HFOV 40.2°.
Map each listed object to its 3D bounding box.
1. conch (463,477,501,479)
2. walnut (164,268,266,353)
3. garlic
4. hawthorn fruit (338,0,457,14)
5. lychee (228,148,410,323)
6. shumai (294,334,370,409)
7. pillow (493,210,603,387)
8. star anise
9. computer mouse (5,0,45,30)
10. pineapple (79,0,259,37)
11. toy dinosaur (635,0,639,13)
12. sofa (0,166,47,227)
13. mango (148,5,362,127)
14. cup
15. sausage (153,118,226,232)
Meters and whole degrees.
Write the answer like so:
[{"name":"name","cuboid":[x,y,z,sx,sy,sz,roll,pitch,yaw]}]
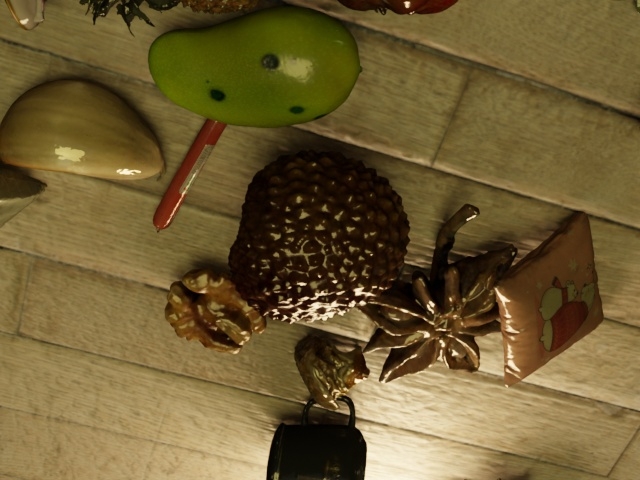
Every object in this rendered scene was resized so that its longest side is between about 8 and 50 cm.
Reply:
[{"name":"conch","cuboid":[0.352,0.568,1.682,0.313,0.186,0.240,42,103,-1]},{"name":"walnut","cuboid":[-0.176,0.112,1.448,0.143,0.069,0.170,-39,115,18]},{"name":"garlic","cuboid":[-0.346,-0.146,1.274,0.245,0.145,0.164,10,152,-8]},{"name":"hawthorn fruit","cuboid":[0.098,-0.407,1.088,0.208,0.208,0.248,7,104,-5]},{"name":"lychee","cuboid":[0.000,0.000,1.277,0.267,0.267,0.267,0,121,-1]},{"name":"shumai","cuboid":[0.024,0.216,1.500,0.116,0.145,0.145,-29,119,-10]},{"name":"pillow","cuboid":[0.367,0.099,1.409,0.223,0.084,0.236,-31,124,-24]},{"name":"star anise","cuboid":[0.192,0.105,1.429,0.292,0.109,0.349,-28,129,-2]},{"name":"computer mouse","cuboid":[-0.385,-0.420,1.083,0.072,0.158,0.310,-3,122,-15]},{"name":"pineapple","cuboid":[-0.204,-0.341,1.160,0.251,0.125,0.125,-5,121,9]},{"name":"toy dinosaur","cuboid":[0.453,-0.342,1.152,0.363,0.147,0.076,-2,104,-37]},{"name":"sofa","cuboid":[-0.575,-0.103,1.310,0.210,0.176,0.225,-37,86,19]},{"name":"mango","cuboid":[-0.090,-0.235,1.202,0.293,0.143,0.175,-1,139,7]},{"name":"cup","cuboid":[-0.005,0.386,1.576,0.176,0.169,0.223,6,86,4]},{"name":"sausage","cuboid":[-0.198,-0.110,1.336,0.034,0.034,0.253,26,118,-15]}]
